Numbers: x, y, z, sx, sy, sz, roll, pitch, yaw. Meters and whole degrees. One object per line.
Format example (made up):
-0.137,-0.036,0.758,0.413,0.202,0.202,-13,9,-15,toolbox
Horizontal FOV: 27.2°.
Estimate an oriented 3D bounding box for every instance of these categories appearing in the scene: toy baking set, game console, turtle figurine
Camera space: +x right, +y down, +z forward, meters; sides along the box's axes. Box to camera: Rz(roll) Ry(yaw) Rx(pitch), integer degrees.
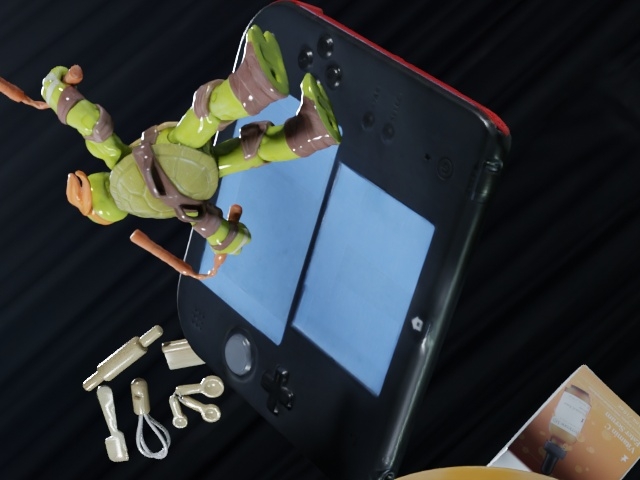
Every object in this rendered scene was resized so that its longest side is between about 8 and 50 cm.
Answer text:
-0.268,0.248,2.067,0.197,0.256,0.030,51,-164,-20,toy baking set
0.000,0.000,1.233,0.342,0.060,0.387,40,122,44,game console
-0.110,-0.068,0.967,0.269,0.217,0.087,46,-152,-33,turtle figurine

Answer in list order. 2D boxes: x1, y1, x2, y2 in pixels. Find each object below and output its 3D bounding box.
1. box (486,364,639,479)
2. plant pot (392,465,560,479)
0.312,0.266,1.650,0.130,0.170,0.091,43,149,10,box
0.105,0.283,0.866,0.205,0.188,0.205,4,137,3,plant pot
